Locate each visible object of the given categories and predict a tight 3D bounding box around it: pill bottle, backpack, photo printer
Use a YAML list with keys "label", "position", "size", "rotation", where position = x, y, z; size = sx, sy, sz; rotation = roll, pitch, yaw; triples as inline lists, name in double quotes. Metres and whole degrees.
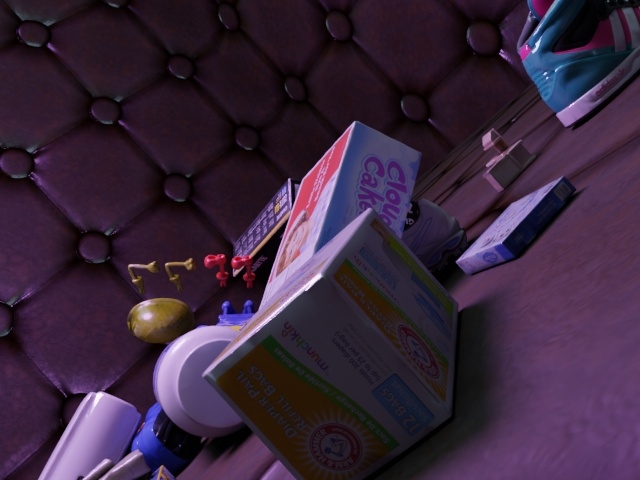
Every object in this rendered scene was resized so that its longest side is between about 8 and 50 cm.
- label: "pill bottle"
  position: [-0.159, 0.200, 0.973]
  size: [0.152, 0.152, 0.272]
  rotation: [-43, 3, -19]
- label: "backpack"
  position: [-0.251, 0.327, 1.097]
  size: [0.101, 0.098, 0.120]
  rotation: [-47, 12, 12]
- label: "photo printer"
  position: [-0.413, 0.417, 1.108]
  size: [0.307, 0.107, 0.256]
  rotation: [-67, 10, -27]

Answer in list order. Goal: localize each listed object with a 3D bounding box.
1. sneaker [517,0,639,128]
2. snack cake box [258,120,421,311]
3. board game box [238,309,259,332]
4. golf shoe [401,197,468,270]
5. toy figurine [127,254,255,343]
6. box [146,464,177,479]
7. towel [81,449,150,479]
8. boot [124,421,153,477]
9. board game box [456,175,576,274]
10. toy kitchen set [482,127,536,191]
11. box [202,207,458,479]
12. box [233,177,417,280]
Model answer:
- label: "sneaker"
  position: [0.373, -0.306, 0.913]
  size: [0.295, 0.178, 0.124]
  rotation: [-43, 0, -15]
- label: "snack cake box"
  position: [0.011, 0.023, 0.733]
  size: [0.152, 0.089, 0.264]
  rotation: [-44, 26, 59]
- label: "board game box"
  position: [-0.034, 0.120, 1.020]
  size: [0.154, 0.103, 0.026]
  rotation: [-44, 1, -35]
- label: "golf shoe"
  position: [0.085, 0.026, 0.793]
  size: [0.176, 0.086, 0.069]
  rotation: [-44, 2, 4]
- label: "toy figurine"
  position: [-0.180, 0.159, 1.211]
  size: [0.217, 0.363, 0.191]
  rotation: [-99, 10, -60]
- label: "box"
  position: [-0.169, 0.281, 0.693]
  size: [0.059, 0.054, 0.169]
  rotation: [-43, 0, -14]
- label: "towel"
  position: [-0.357, 0.353, 0.810]
  size: [0.324, 0.056, 0.312]
  rotation: [-26, -16, -26]
- label: "boot"
  position: [-0.268, 0.349, 1.314]
  size: [0.283, 0.109, 0.220]
  rotation: [-52, 1, -34]
- label: "board game box"
  position: [0.174, -0.011, 0.611]
  size: [0.090, 0.020, 0.090]
  rotation: [-43, 1, -18]
- label: "toy kitchen set"
  position: [0.241, -0.109, 0.959]
  size: [0.075, 0.068, 0.083]
  rotation: [-43, 0, -17]
- label: "box"
  position: [0.021, 0.067, 0.479]
  size: [0.103, 0.114, 0.203]
  rotation: [-41, 1, 18]
- label: "box"
  position: [0.000, 0.000, 1.312]
  size: [0.257, 0.079, 0.322]
  rotation: [7, -25, -24]
